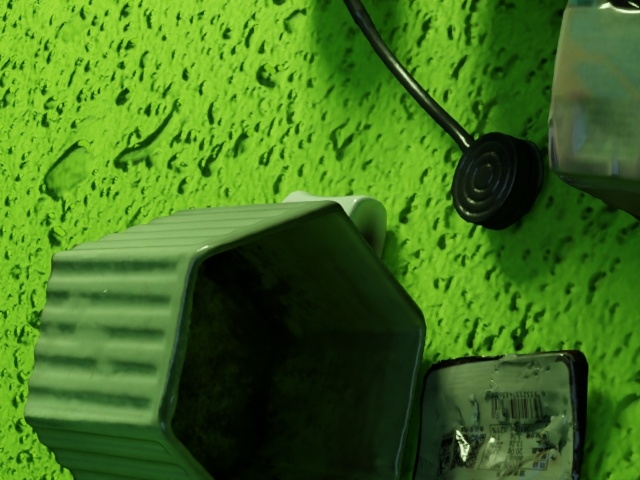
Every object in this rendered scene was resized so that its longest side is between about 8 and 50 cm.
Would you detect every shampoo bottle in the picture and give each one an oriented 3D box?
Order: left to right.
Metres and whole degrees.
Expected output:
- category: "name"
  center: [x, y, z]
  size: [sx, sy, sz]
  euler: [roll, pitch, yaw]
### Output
- category: "shampoo bottle"
  center: [0.000, 0.000, 1.455]
  size: [0.099, 0.043, 0.072]
  euler: [6, 80, 50]

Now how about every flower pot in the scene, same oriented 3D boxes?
- category: "flower pot"
  center: [-0.067, 0.089, 1.360]
  size: [0.189, 0.209, 0.239]
  euler: [0, 76, 51]

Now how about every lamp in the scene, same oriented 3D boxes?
- category: "lamp"
  center: [0.030, -0.145, 1.428]
  size: [0.130, 0.108, 0.371]
  euler: [-44, 47, 27]

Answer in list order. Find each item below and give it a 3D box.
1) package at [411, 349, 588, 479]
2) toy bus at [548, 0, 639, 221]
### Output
- category: "package"
  center: [0.101, 0.189, 1.275]
  size: [0.154, 0.030, 0.239]
  euler: [-7, 66, 48]
- category: "toy bus"
  center: [0.308, -0.071, 1.058]
  size: [0.386, 0.171, 0.162]
  euler: [8, 86, 47]
